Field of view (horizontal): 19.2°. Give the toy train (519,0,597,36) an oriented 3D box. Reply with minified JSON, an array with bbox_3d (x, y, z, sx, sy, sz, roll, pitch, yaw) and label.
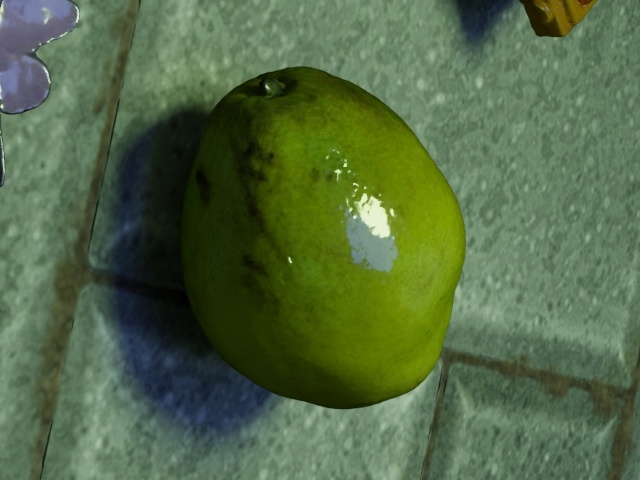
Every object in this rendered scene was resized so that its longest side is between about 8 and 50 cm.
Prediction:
[{"bbox_3d":[0.280,-0.336,1.634,0.369,0.232,0.163,-50,128,-33],"label":"toy train"}]

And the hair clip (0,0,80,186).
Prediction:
[{"bbox_3d":[-0.207,-0.172,1.178,0.137,0.090,0.278,8,101,-32],"label":"hair clip"}]

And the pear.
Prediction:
[{"bbox_3d":[0.000,0.000,1.380,0.212,0.212,0.269,-43,122,-37],"label":"pear"}]
